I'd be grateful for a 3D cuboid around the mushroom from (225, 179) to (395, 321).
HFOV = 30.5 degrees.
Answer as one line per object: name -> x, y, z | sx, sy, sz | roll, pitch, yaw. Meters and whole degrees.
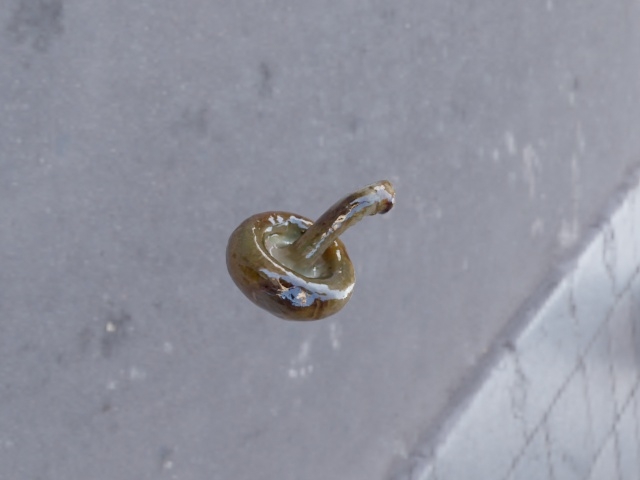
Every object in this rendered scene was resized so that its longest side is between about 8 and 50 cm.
mushroom -> 0.001, 0.007, 0.810 | 0.129, 0.088, 0.073 | -29, 142, -9
